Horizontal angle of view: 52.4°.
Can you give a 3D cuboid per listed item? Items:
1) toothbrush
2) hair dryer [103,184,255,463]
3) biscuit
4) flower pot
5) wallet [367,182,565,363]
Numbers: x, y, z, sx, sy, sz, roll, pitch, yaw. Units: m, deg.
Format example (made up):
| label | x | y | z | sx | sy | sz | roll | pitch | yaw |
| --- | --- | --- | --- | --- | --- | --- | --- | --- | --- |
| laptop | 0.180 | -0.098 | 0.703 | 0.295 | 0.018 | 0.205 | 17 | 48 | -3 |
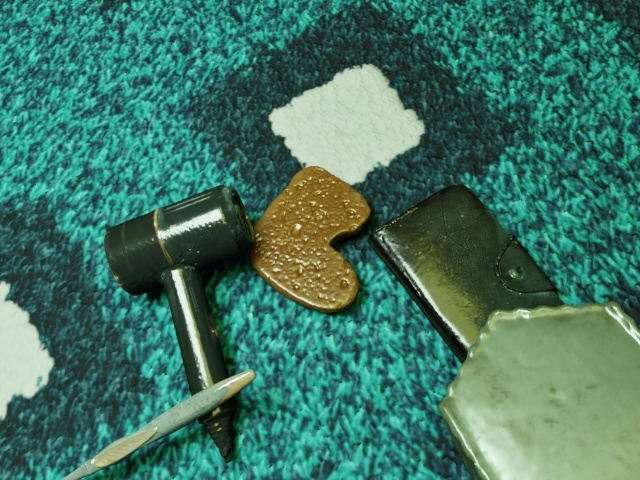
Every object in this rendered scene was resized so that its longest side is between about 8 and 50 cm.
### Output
| label | x | y | z | sx | sy | sz | roll | pitch | yaw |
| --- | --- | --- | --- | --- | --- | --- | --- | --- | --- |
| toothbrush | -0.240 | 0.254 | 0.797 | 0.375 | 0.037 | 0.028 | -30 | 82 | 1 |
| hair dryer | -0.148 | 0.110 | 0.861 | 0.189 | 0.107 | 0.352 | -21 | 74 | 6 |
| biscuit | 0.000 | 0.000 | 0.932 | 0.186 | 0.036 | 0.192 | 31 | 73 | 20 |
| flower pot | 0.253 | 0.197 | 0.671 | 0.209 | 0.189 | 0.239 | 24 | 68 | 33 |
| wallet | 0.220 | 0.073 | 0.876 | 0.172 | 0.045 | 0.318 | -31 | 67 | -9 |
